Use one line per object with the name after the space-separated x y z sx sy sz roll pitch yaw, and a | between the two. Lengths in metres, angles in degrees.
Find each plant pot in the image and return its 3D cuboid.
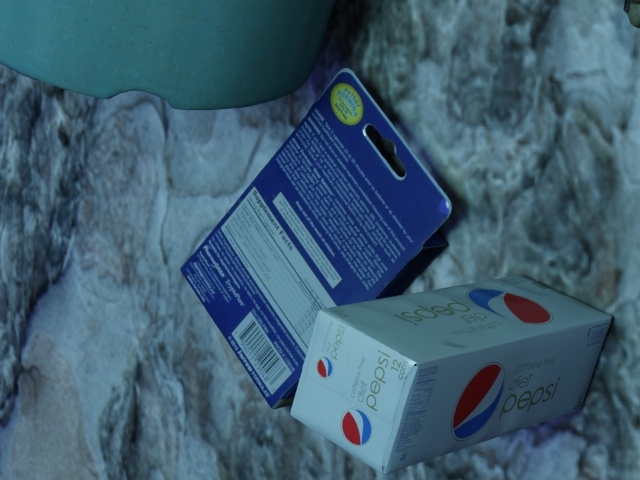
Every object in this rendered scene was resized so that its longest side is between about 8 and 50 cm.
-0.093 -0.281 0.933 0.341 0.341 0.334 32 122 33 | plant pot

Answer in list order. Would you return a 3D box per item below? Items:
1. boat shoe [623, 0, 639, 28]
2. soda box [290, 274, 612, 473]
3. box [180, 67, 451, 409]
0.206 -0.164 0.814 0.342 0.123 0.123 56 131 21 | boat shoe
0.083 0.072 0.875 0.074 0.216 0.069 27 110 34 | soda box
0.000 0.000 1.053 0.225 0.036 0.136 -49 65 33 | box
